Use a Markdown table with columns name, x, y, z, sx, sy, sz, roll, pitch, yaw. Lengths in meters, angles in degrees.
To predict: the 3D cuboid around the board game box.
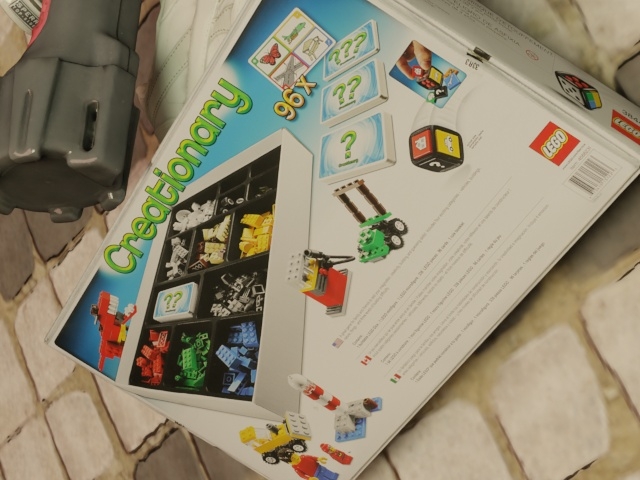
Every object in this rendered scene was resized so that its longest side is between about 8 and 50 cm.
| name | x | y | z | sx | sy | sz | roll | pitch | yaw |
| --- | --- | --- | --- | --- | --- | --- | --- | --- | --- |
| board game box | 0.000 | 0.000 | 0.693 | 0.193 | 0.053 | 0.305 | 33 | 127 | -6 |

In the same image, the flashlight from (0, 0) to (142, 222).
| name | x | y | z | sx | sy | sz | roll | pitch | yaw |
| --- | --- | --- | --- | --- | --- | --- | --- | --- | --- |
| flashlight | -0.145 | -0.159 | 0.778 | 0.103 | 0.103 | 0.304 | 100 | 175 | -65 |

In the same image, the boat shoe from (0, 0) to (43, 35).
| name | x | y | z | sx | sy | sz | roll | pitch | yaw |
| --- | --- | --- | --- | --- | --- | --- | --- | --- | --- |
| boat shoe | -0.225 | -0.237 | 0.962 | 0.070 | 0.078 | 0.219 | -38 | 60 | 5 |

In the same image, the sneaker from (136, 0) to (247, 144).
| name | x | y | z | sx | sy | sz | roll | pitch | yaw |
| --- | --- | --- | --- | --- | --- | --- | --- | --- | --- |
| sneaker | -0.027 | -0.149 | 0.728 | 0.152 | 0.114 | 0.305 | 51 | 128 | 27 |
